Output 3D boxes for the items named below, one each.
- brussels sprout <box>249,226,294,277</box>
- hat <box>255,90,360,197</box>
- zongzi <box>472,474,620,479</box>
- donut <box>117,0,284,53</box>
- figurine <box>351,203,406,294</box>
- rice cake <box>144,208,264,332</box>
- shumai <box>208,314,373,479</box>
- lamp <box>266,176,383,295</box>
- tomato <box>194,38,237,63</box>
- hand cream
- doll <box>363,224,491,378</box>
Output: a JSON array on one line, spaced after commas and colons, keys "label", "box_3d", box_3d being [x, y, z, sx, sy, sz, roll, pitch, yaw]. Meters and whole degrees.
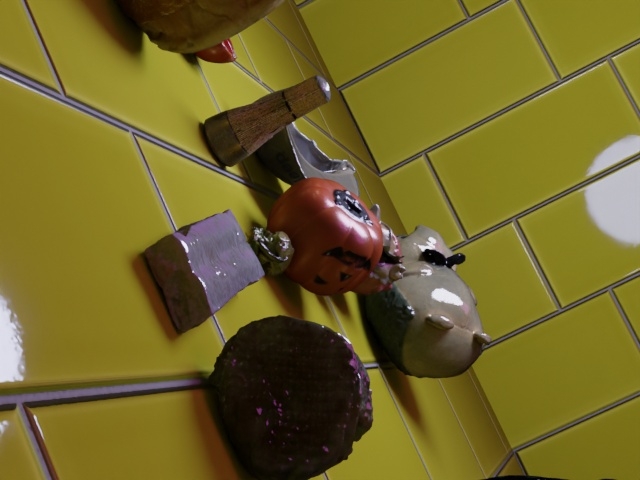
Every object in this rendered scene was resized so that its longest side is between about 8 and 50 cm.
[{"label": "brussels sprout", "box_3d": [-0.073, 0.011, 1.590, 0.085, 0.058, 0.085, 40, 27, -26]}, {"label": "hat", "box_3d": [-0.046, -0.130, 1.886, 0.214, 0.149, 0.245, 45, 29, -20]}, {"label": "zongzi", "box_3d": [0.249, 0.484, 1.704, 0.383, 0.362, 0.319, -21, 85, -41]}, {"label": "donut", "box_3d": [-0.171, -0.420, 1.557, 0.160, 0.330, 0.330, 37, 25, -42]}, {"label": "figurine", "box_3d": [0.074, 0.013, 1.965, 0.387, 0.207, 0.166, 26, 82, -74]}, {"label": "rice cake", "box_3d": [-0.130, 0.026, 1.276, 0.106, 0.050, 0.298, 62, 11, -2]}, {"label": "shumai", "box_3d": [-0.032, 0.173, 1.187, 0.142, 0.184, 0.184, 111, -45, -72]}, {"label": "lamp", "box_3d": [0.000, 0.000, 1.693, 0.187, 0.164, 0.187, 33, 26, -18]}, {"label": "tomato", "box_3d": [-0.203, -0.355, 1.818, 0.155, 0.069, 0.155, 60, 7, -13]}, {"label": "hand cream", "box_3d": [-0.077, -0.192, 1.654, 0.084, 0.203, 0.084, 58, 13, -21]}, {"label": "doll", "box_3d": [0.203, 0.114, 2.183, 0.247, 0.247, 0.349, 56, 3, -35]}]
